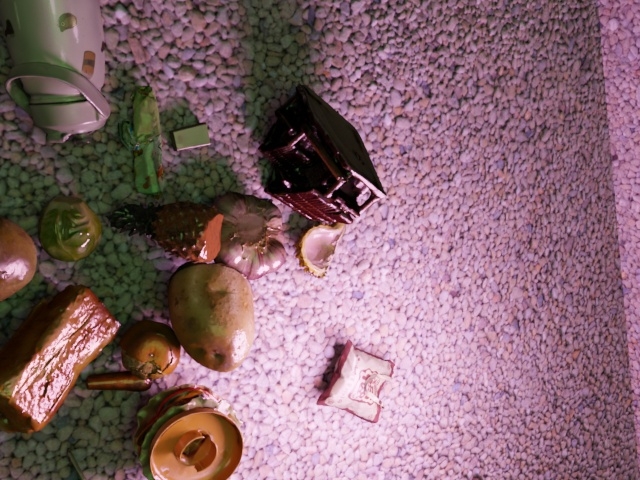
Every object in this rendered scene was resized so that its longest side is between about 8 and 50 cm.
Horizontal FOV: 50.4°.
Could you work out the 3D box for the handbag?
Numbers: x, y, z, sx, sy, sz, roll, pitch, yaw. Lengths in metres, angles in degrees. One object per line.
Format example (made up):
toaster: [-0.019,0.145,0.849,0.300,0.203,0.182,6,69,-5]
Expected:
handbag: [0.118,0.432,2.067,0.235,0.127,0.213,28,79,-32]

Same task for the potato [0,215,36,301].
potato: [-0.795,0.044,1.435,0.359,0.219,0.269,-24,117,-34]

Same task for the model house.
model house: [-0.037,-0.190,1.840,0.282,0.297,0.317,-36,129,26]

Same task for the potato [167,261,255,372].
potato: [-0.267,0.211,1.719,0.243,0.242,0.285,-32,138,-24]

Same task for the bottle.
bottle: [-0.585,-0.381,1.513,0.229,0.229,0.351,-13,110,-29]

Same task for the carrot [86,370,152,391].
carrot: [-0.512,0.359,1.732,0.162,0.055,0.055,5,93,-24]

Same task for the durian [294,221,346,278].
durian: [-0.001,0.006,1.981,0.140,0.078,0.224,46,62,-14]

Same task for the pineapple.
pineapple: [-0.384,-0.033,1.672,0.279,0.158,0.157,11,90,11]

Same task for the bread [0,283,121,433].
bread: [-0.627,0.266,1.556,0.344,0.149,0.195,-58,136,-38]

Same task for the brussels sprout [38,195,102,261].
brussels sprout: [-0.588,-0.025,1.601,0.155,0.117,0.155,-9,110,-26]

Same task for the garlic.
garlic: [-0.203,-0.005,1.813,0.245,0.160,0.244,8,65,-19]

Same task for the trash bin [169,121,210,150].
trash bin: [-0.340,-0.268,1.764,0.092,0.043,0.060,-17,104,-24]

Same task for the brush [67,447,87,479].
brush: [-0.604,0.604,1.716,0.030,0.033,0.178,-25,108,-11]

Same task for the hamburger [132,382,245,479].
hamburger: [-0.343,0.500,1.751,0.275,0.212,0.274,-7,107,-26]

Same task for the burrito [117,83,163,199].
burrito: [-0.449,-0.243,1.697,0.104,0.054,0.287,-5,100,-28]

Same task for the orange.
orange: [-0.430,0.277,1.721,0.157,0.134,0.156,-1,96,-7]
